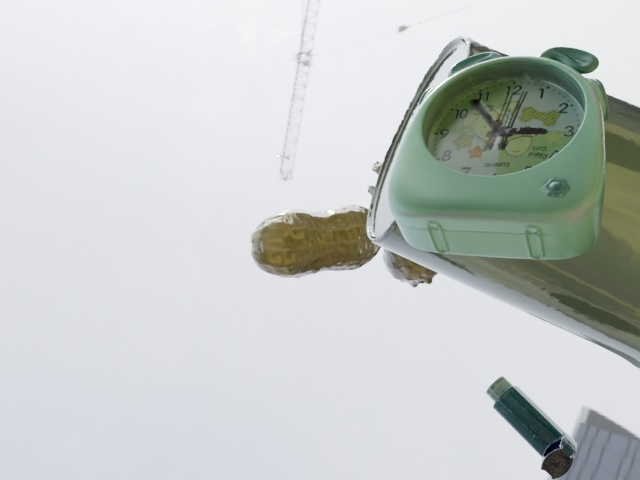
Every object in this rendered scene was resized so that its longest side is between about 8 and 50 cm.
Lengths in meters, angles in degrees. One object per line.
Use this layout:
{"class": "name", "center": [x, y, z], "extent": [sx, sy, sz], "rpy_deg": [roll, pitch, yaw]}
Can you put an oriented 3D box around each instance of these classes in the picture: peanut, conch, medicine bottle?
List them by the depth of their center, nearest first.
{"class": "peanut", "center": [0.000, 0.000, 1.227], "extent": [0.290, 0.130, 0.130], "rpy_deg": [-5, -83, -33]}
{"class": "conch", "center": [0.211, -0.055, 1.480], "extent": [0.324, 0.186, 0.263], "rpy_deg": [68, -167, -52]}
{"class": "medicine bottle", "center": [0.500, 0.436, 1.598], "extent": [0.124, 0.258, 0.079], "rpy_deg": [1, -52, -50]}

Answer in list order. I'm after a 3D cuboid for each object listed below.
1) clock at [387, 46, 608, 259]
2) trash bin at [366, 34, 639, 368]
{"class": "clock", "center": [0.142, -0.076, 0.509], "extent": [0.060, 0.148, 0.189], "rpy_deg": [58, -135, -48]}
{"class": "trash bin", "center": [0.296, -0.031, 0.766], "extent": [0.432, 0.280, 0.280], "rpy_deg": [22, -99, -8]}
